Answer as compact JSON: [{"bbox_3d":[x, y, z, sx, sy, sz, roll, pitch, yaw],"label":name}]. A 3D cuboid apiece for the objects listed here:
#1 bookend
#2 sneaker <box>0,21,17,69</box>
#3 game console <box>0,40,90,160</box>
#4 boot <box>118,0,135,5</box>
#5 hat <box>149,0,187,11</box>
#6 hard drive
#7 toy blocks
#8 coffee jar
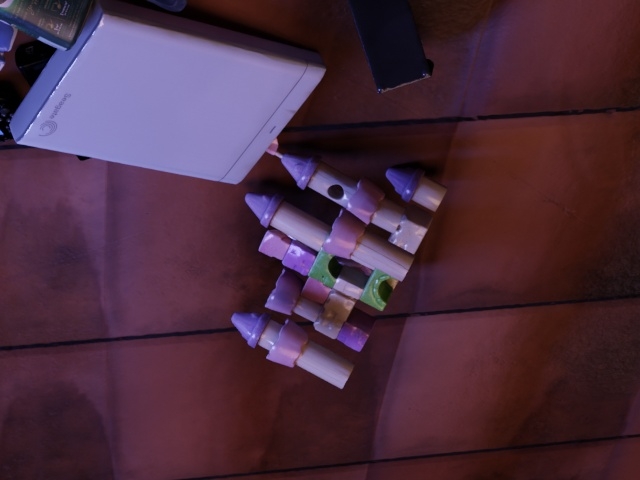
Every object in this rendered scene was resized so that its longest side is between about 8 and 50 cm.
[{"bbox_3d":[0.088,-0.279,2.143,0.072,0.156,0.157,-17,-172,8],"label":"bookend"},{"bbox_3d":[-0.517,-0.191,2.046,0.182,0.127,0.315,24,108,-25],"label":"sneaker"},{"bbox_3d":[-0.403,-0.161,2.209,0.361,0.044,0.213,-17,144,8],"label":"game console"},{"bbox_3d":[-0.295,-0.287,2.074,0.087,0.042,0.118,-27,141,30],"label":"boot"},{"bbox_3d":[-0.256,-0.390,1.839,0.331,0.331,0.134,33,81,-45],"label":"hat"},{"bbox_3d":[-0.194,-0.187,2.169,0.353,0.047,0.233,10,133,-39],"label":"hard drive"},{"bbox_3d":[0.000,0.000,2.442,0.260,0.309,0.288,28,125,2],"label":"toy blocks"},{"bbox_3d":[-0.364,-0.298,1.963,0.184,0.079,0.096,21,99,-20],"label":"coffee jar"}]
